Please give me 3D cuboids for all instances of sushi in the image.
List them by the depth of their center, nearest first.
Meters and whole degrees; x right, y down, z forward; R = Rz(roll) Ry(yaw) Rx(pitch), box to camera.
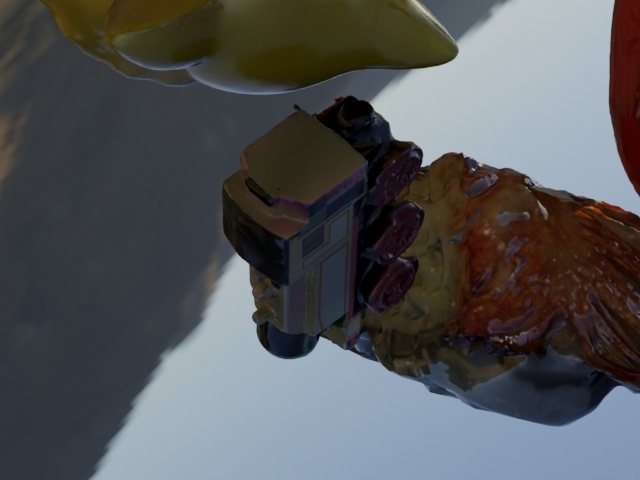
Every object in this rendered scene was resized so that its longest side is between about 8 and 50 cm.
[{"bbox_3d":[0.076,0.024,1.048,0.332,0.124,0.130,-179,-81,-73],"label":"sushi"}]

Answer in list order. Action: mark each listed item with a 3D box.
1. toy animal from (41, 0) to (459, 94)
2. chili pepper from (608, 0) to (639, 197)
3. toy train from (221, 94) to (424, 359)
[{"bbox_3d":[-0.049,-0.127,0.841,0.156,0.156,0.230,-45,-152,-3],"label":"toy animal"},{"bbox_3d":[0.256,-0.192,1.090,0.368,0.137,0.092,-58,167,21],"label":"chili pepper"},{"bbox_3d":[0.000,0.000,0.830,0.087,0.050,0.138,-37,150,-26],"label":"toy train"}]
